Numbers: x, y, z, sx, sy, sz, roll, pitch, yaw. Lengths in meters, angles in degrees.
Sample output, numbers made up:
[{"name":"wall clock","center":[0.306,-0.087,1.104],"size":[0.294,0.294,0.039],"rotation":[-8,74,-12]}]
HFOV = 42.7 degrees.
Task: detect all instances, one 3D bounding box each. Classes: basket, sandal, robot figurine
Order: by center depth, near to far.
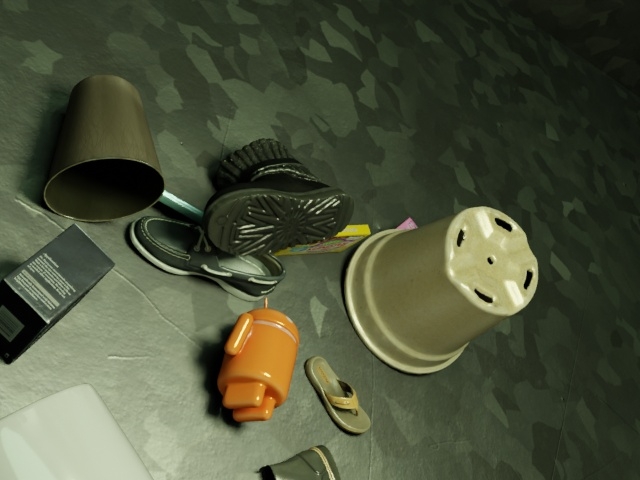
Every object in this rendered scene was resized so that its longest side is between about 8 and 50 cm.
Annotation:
[{"name":"basket","center":[-0.380,-0.170,1.439],"size":[0.154,0.204,0.227],"rotation":[74,3,-52]},{"name":"robot figurine","center":[-0.107,0.210,1.447],"size":[0.158,0.128,0.219],"rotation":[29,45,-16]},{"name":"sandal","center":[0.039,0.297,1.585],"size":[0.180,0.049,0.072],"rotation":[56,40,3]}]

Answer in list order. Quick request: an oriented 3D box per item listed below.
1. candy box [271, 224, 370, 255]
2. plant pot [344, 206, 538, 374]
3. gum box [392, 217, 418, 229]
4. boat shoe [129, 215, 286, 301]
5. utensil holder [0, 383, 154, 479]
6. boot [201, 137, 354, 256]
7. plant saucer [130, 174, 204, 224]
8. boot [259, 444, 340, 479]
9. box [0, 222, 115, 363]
[{"name":"candy box","center":[0.000,0.000,1.716],"size":[0.206,0.105,0.027],"rotation":[-3,71,-44]},{"name":"plant pot","center":[0.267,0.082,1.697],"size":[0.334,0.305,0.334],"rotation":[11,66,-25]},{"name":"gum box","center":[0.221,0.053,1.921],"size":[0.188,0.062,0.107],"rotation":[54,41,1]},{"name":"boat shoe","center":[-0.203,0.018,1.521],"size":[0.302,0.091,0.114],"rotation":[22,49,-32]},{"name":"utensil holder","center":[-0.310,0.413,0.972],"size":[0.327,0.327,0.385],"rotation":[-24,78,-49]},{"name":"boot","center":[-0.133,-0.093,1.563],"size":[0.348,0.131,0.260],"rotation":[-4,34,-46]},{"name":"plant saucer","center":[-0.280,-0.073,1.547],"size":[0.192,0.018,0.067],"rotation":[32,5,-24]},{"name":"boot","center":[-0.017,0.462,1.409],"size":[0.137,0.077,0.198],"rotation":[-5,53,-40]},{"name":"box","center":[-0.416,0.079,1.226],"size":[0.093,0.156,0.158],"rotation":[47,40,-6]}]
